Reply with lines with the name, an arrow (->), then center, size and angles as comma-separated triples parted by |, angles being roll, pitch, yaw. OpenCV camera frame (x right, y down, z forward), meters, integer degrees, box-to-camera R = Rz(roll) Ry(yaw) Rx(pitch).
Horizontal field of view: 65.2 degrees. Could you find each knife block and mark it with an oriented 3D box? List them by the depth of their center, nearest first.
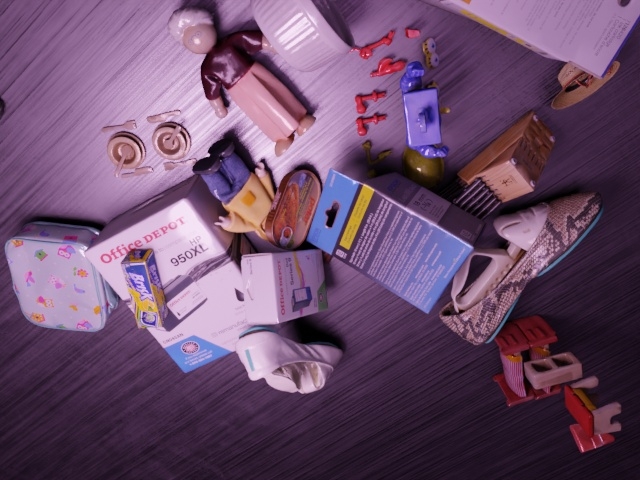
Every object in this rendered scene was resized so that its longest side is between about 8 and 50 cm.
knife block -> 0.373, -0.144, 1.131 | 0.088, 0.275, 0.242 | 45, 147, -14

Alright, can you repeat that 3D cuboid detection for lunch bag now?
lunch bag -> -0.619, 0.094, 1.230 | 0.224, 0.107, 0.278 | 3, 122, -3

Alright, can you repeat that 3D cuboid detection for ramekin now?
ramekin -> -0.038, -0.419, 0.940 | 0.109, 0.207, 0.207 | -30, 113, 24

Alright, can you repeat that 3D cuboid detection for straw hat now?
straw hat -> 0.540, -0.346, 1.051 | 0.145, 0.144, 0.061 | -28, 72, 13

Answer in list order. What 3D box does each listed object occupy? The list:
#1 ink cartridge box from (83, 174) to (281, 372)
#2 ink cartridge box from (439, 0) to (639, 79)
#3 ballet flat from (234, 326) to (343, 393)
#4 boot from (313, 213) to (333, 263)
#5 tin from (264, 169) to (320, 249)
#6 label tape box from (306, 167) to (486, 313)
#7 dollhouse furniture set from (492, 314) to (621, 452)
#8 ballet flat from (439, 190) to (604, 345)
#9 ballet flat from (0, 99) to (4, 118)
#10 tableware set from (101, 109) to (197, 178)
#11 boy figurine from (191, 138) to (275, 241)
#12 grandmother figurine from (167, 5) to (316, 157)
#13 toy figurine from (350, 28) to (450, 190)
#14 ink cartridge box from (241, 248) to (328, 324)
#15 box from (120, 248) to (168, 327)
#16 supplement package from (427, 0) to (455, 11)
ink cartridge box -> -0.309, 0.085, 1.205 | 0.286, 0.166, 0.394 | -26, 113, 12
ink cartridge box -> 0.399, -0.464, 0.797 | 0.308, 0.072, 0.303 | 21, 110, -14
ballet flat -> -0.061, 0.315, 1.238 | 0.139, 0.139, 0.400 | -36, 146, 16
boot -> 0.000, 0.000, 1.240 | 0.107, 0.037, 0.114 | 30, 117, -12
tin -> -0.063, -0.071, 1.146 | 0.106, 0.040, 0.189 | 27, 80, -39
label tape box -> 0.157, -0.018, 1.119 | 0.334, 0.106, 0.240 | 32, 136, 11
dollhouse furniture set -> 0.562, 0.373, 1.243 | 0.152, 0.374, 0.201 | -16, 114, 2
ballet flat -> 0.451, 0.052, 1.208 | 0.182, 0.164, 0.482 | 29, 117, -4
ballet flat -> -0.774, -0.277, 1.098 | 0.173, 0.049, 0.057 | -2, 144, 6
tableware set -> -0.391, -0.208, 1.129 | 0.195, 0.039, 0.128 | -11, 116, 5
boy figurine -> -0.166, -0.086, 1.134 | 0.177, 0.092, 0.285 | -53, 128, -22
grandmother figurine -> -0.162, -0.342, 1.033 | 0.342, 0.104, 0.208 | 41, 101, -21
toy figurine -> 0.174, -0.231, 1.023 | 0.192, 0.217, 0.362 | -8, 116, 4
ink cartridge box -> -0.078, 0.102, 1.158 | 0.093, 0.213, 0.154 | -8, 87, 33
box -> -0.380, 0.106, 1.088 | 0.054, 0.059, 0.168 | -4, 117, 2
supplement package -> 0.275, -0.507, 0.905 | 0.293, 0.177, 0.175 | 16, 113, -9
